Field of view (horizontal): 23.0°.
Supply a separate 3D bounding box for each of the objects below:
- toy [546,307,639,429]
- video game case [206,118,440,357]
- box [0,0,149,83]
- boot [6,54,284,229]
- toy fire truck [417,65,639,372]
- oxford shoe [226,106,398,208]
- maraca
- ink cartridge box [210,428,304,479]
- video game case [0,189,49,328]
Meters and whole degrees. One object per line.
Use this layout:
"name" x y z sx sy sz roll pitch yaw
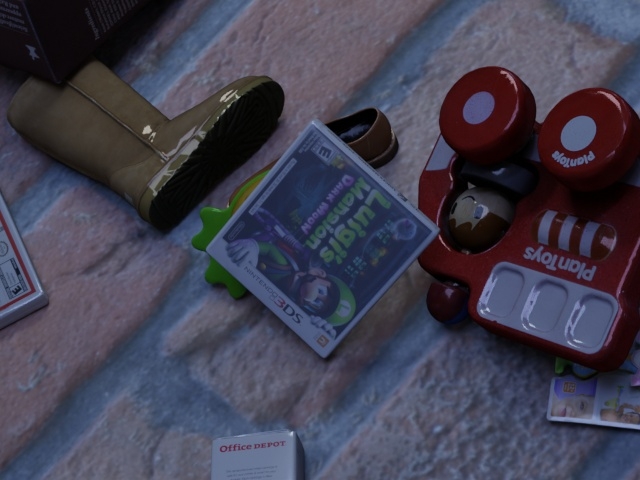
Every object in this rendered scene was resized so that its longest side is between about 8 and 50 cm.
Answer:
"toy" 0.345 0.119 1.532 0.237 0.056 0.136 3 60 18
"video game case" 0.000 0.000 1.622 0.173 0.022 0.190 42 112 3
"box" -0.284 -0.378 1.943 0.191 0.143 0.381 22 57 32
"boot" -0.210 -0.160 1.853 0.236 0.089 0.269 -43 55 -16
"toy fire truck" 0.215 -0.019 1.588 0.302 0.169 0.253 18 79 41
"oxford shoe" -0.018 -0.089 1.760 0.212 0.076 0.076 -31 57 -4
"maraca" -0.052 -0.009 1.702 0.186 0.099 0.127 -22 85 18
"ink cartridge box" -0.062 0.256 1.558 0.089 0.052 0.122 -7 57 10
"video game case" -0.475 0.061 1.819 0.285 0.025 0.204 -28 55 -4
